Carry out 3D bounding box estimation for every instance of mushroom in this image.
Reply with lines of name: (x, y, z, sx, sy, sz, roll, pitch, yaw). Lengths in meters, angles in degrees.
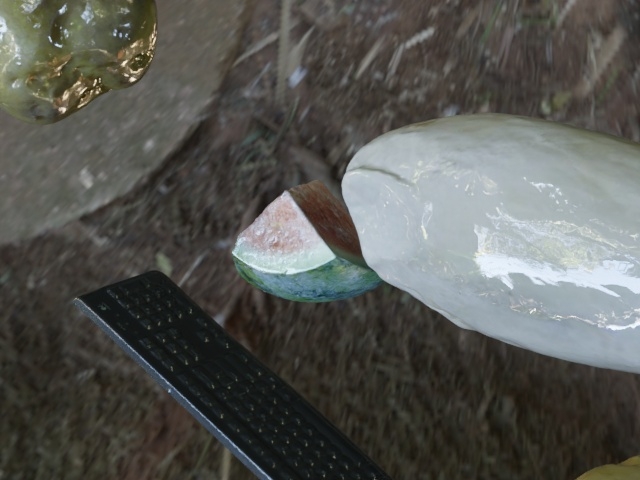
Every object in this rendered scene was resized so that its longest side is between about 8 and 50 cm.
mushroom: (0.174, 0.009, 0.842, 0.350, 0.128, 0.128, 9, 110, 26)

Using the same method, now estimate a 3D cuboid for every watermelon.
watermelon: (-0.001, 0.003, 0.961, 0.092, 0.084, 0.072, 6, 98, 7)

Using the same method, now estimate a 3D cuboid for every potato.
potato: (-0.220, -0.190, 1.267, 0.154, 0.137, 0.200, -37, 109, -14)

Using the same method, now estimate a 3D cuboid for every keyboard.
keyboard: (-0.015, 0.151, 1.125, 0.381, 0.103, 0.041, 46, 125, 17)

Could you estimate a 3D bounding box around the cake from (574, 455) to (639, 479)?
cake: (0.323, 0.351, 1.248, 0.321, 0.332, 0.332, 16, 118, 50)
